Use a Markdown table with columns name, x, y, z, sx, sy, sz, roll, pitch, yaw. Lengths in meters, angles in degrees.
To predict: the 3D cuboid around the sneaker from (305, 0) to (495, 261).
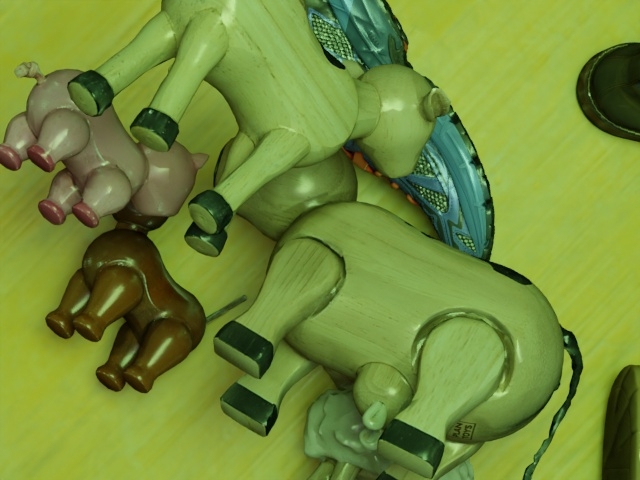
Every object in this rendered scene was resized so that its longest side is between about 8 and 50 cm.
| name | x | y | z | sx | sy | sz | roll | pitch | yaw |
| --- | --- | --- | --- | --- | --- | --- | --- | --- | --- |
| sneaker | 0.035 | -0.072 | 0.889 | 0.087 | 0.083 | 0.221 | -32 | 85 | 10 |

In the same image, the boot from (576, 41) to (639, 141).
| name | x | y | z | sx | sy | sz | roll | pitch | yaw |
| --- | --- | --- | --- | --- | --- | --- | --- | --- | --- |
| boot | 0.273 | -0.084 | 0.881 | 0.219 | 0.106 | 0.082 | 4 | 88 | -3 |

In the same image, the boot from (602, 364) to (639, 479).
| name | x | y | z | sx | sy | sz | roll | pitch | yaw |
| --- | --- | --- | --- | --- | --- | --- | --- | --- | --- |
| boot | 0.274 | 0.210 | 0.883 | 0.203 | 0.095 | 0.262 | 3 | 83 | -5 |

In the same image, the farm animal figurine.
| name | x | y | z | sx | sy | sz | roll | pitch | yaw |
| --- | --- | --- | --- | --- | --- | --- | --- | --- | --- |
| farm animal figurine | 0.000 | 0.000 | 0.773 | 0.326 | 0.330 | 0.172 | 38 | 63 | 1 |
